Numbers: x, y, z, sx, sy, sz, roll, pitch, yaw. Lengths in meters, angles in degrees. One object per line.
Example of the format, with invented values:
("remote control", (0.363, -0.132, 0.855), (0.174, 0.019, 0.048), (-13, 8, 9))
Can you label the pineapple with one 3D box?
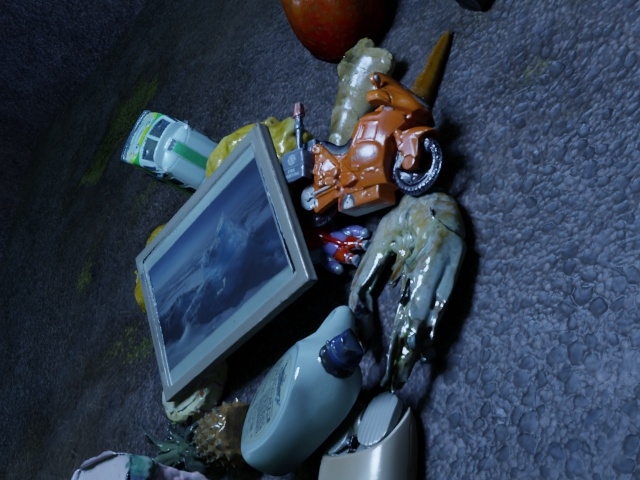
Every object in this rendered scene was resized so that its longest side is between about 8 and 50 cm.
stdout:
("pineapple", (-0.211, 0.346, 1.408), (0.277, 0.130, 0.119), (-29, 7, 42))

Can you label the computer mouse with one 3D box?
("computer mouse", (0.059, 0.317, 1.073), (0.145, 0.082, 0.236), (-25, 47, 46))

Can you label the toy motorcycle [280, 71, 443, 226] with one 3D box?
("toy motorcycle", (0.066, -0.150, 1.336), (0.326, 0.148, 0.221), (-17, 66, 44))

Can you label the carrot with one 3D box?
("carrot", (0.183, -0.277, 1.414), (0.048, 0.048, 0.216), (4, 65, 57))

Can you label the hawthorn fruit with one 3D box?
("hawthorn fruit", (0.015, -0.481, 1.629), (0.215, 0.250, 0.215), (-19, 50, 25))

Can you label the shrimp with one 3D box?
("shrimp", (0.115, 0.069, 1.199), (0.247, 0.085, 0.360), (-35, 33, 43))

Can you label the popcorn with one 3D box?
("popcorn", (-0.119, -0.137, 1.605), (0.253, 0.190, 0.191), (-59, 23, 12))

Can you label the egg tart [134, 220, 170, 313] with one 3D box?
("egg tart", (-0.311, 0.065, 1.741), (0.319, 0.128, 0.319), (-43, 39, 49))

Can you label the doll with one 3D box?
("doll", (0.000, 0.000, 1.423), (0.227, 0.075, 0.102), (14, 63, 49))

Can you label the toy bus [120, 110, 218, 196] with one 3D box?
("toy bus", (-0.268, -0.163, 1.763), (0.165, 0.276, 0.133), (13, 78, 55))

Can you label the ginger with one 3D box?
("ginger", (0.067, -0.233, 1.519), (0.131, 0.086, 0.294), (5, 77, 41))

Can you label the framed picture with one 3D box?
("framed picture", (-0.189, 0.049, 1.469), (0.446, 0.028, 0.326), (-43, 53, 35))

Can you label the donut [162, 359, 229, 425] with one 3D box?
("donut", (-0.236, 0.271, 1.565), (0.175, 0.068, 0.174), (-33, 43, 36))

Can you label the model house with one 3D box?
("model house", (-0.257, 0.472, 1.272), (0.202, 0.237, 0.237), (-30, 47, 39))

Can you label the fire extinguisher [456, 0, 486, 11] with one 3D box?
("fire extinguisher", (0.307, -0.523, 1.404), (0.267, 0.072, 0.089), (-62, -6, 0))

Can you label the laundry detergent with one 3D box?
("laundry detergent", (-0.010, 0.198, 1.173), (0.280, 0.105, 0.215), (-57, 9, 42))
